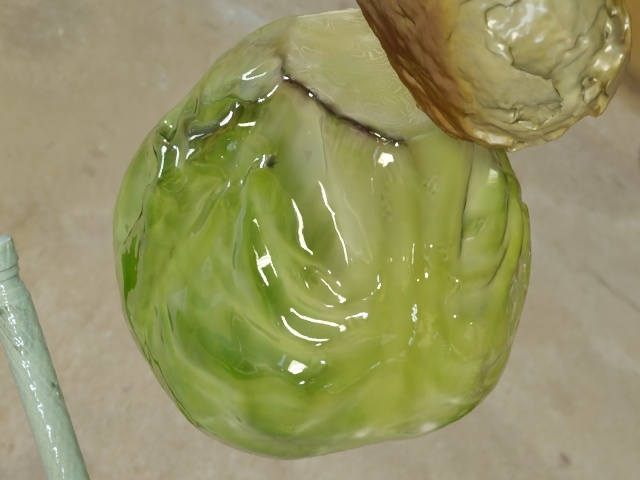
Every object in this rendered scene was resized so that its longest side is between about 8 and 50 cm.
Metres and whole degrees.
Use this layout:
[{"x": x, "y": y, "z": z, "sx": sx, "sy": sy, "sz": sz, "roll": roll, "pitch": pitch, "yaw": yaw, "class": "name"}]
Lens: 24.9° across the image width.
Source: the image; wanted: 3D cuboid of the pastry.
[{"x": 0.054, "y": -0.104, "z": 0.544, "sx": 0.081, "sy": 0.153, "sz": 0.153, "roll": -32, "pitch": 70, "yaw": -15, "class": "pastry"}]

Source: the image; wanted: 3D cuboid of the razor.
[{"x": -0.161, "y": 0.107, "z": 0.873, "sx": 0.068, "sy": 0.232, "sz": 0.106, "roll": -16, "pitch": 20, "yaw": -7, "class": "razor"}]

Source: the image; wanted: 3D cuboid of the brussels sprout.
[{"x": 0.000, "y": 0.000, "z": 0.766, "sx": 0.244, "sy": 0.244, "sz": 0.244, "roll": 25, "pitch": 36, "yaw": -20, "class": "brussels sprout"}]
